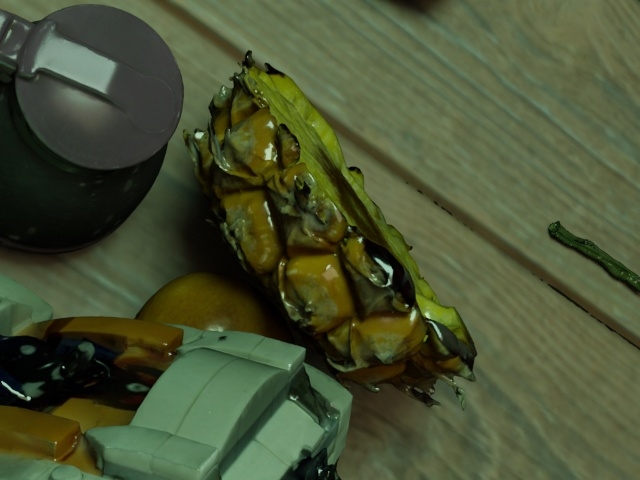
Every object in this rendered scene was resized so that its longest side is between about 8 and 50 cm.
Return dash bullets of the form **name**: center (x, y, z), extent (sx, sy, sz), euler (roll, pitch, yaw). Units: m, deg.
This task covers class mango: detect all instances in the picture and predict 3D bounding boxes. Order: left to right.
- **mango**: center (-0.064, 0.096, 0.688), extent (0.105, 0.084, 0.159), euler (19, 89, -39)

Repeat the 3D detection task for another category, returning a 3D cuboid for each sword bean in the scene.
- **sword bean**: center (0.184, 0.011, 0.867), extent (0.083, 0.012, 0.012), euler (31, 67, -17)

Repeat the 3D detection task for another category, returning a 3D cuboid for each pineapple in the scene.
- **pineapple**: center (0.000, 0.000, 0.694), extent (0.076, 0.225, 0.225), euler (-38, 99, 7)

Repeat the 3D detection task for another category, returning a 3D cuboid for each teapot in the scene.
- **teapot**: center (-0.133, -0.072, 0.648), extent (0.116, 0.146, 0.148), euler (-40, 98, -27)

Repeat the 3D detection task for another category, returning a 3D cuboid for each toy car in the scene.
- **toy car**: center (-0.144, 0.076, 0.547), extent (0.301, 0.118, 0.193), euler (18, 24, 15)
